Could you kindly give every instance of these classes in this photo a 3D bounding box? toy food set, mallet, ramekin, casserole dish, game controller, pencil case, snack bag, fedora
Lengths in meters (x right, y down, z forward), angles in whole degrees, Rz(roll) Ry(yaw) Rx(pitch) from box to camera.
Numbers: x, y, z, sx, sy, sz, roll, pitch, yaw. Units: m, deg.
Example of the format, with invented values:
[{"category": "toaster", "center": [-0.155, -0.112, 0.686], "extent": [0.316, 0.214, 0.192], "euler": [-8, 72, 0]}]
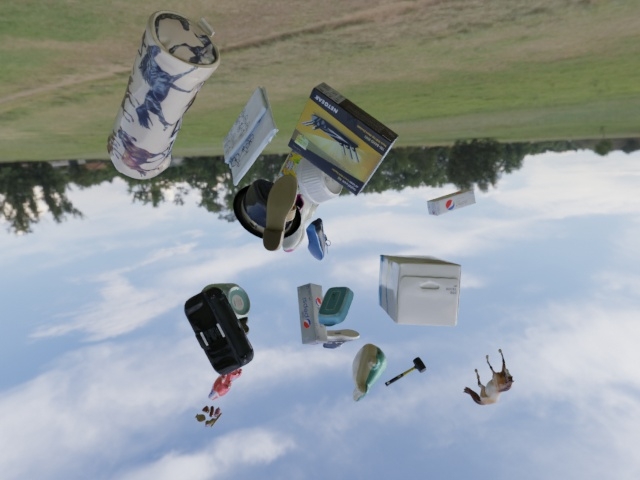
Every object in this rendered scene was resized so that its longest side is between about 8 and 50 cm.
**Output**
[{"category": "toy food set", "center": [-0.390, 0.621, 1.473], "extent": [0.122, 0.019, 0.078], "euler": [2, -136, 49]}, {"category": "mallet", "center": [0.357, 0.562, 1.782], "extent": [0.189, 0.039, 0.062], "euler": [-25, -130, 5]}, {"category": "ramekin", "center": [0.006, -0.259, 1.726], "extent": [0.109, 0.207, 0.207], "euler": [-9, -172, 33]}, {"category": "casserole dish", "center": [0.051, 0.227, 1.494], "extent": [0.114, 0.037, 0.188], "euler": [-6, -145, 27]}, {"category": "game controller", "center": [-0.379, 0.337, 1.544], "extent": [0.166, 0.319, 0.067], "euler": [-27, 180, 8]}, {"category": "pencil case", "center": [-0.385, -0.337, 1.005], "extent": [0.410, 0.160, 0.184], "euler": [-43, -160, 40]}, {"category": "snack bag", "center": [-0.302, -0.429, 1.710], "extent": [0.037, 0.323, 0.343], "euler": [21, -143, -37]}, {"category": "fedora", "center": [-0.230, -0.166, 1.887], "extent": [0.334, 0.334, 0.152], "euler": [-10, 152, -26]}]

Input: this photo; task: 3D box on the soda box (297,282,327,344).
[{"category": "soda box", "center": [-0.040, 0.359, 2.028], "extent": [0.091, 0.286, 0.098], "euler": [-21, 155, 32]}]

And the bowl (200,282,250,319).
[{"category": "bowl", "center": [-0.510, 0.362, 2.329], "extent": [0.163, 0.312, 0.311], "euler": [-26, -177, 26]}]

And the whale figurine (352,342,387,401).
[{"category": "whale figurine", "center": [0.224, 0.610, 1.904], "extent": [0.141, 0.216, 0.272], "euler": [27, -139, -6]}]

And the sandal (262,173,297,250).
[{"category": "sandal", "center": [-0.118, -0.084, 1.291], "extent": [0.088, 0.240, 0.079], "euler": [16, -176, 16]}]

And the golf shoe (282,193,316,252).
[{"category": "golf shoe", "center": [-0.131, -0.092, 2.060], "extent": [0.115, 0.306, 0.140], "euler": [8, 157, 36]}]

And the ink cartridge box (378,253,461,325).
[{"category": "ink cartridge box", "center": [0.274, 0.134, 1.197], "extent": [0.171, 0.168, 0.233], "euler": [2, -176, -4]}]

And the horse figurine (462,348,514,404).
[{"category": "horse figurine", "center": [0.630, 0.528, 1.539], "extent": [0.066, 0.263, 0.174], "euler": [15, -145, -10]}]

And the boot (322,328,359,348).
[{"category": "boot", "center": [0.104, 0.510, 2.139], "extent": [0.189, 0.086, 0.069], "euler": [3, -156, -6]}]

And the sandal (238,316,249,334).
[{"category": "sandal", "center": [-0.387, 0.433, 2.049], "extent": [0.090, 0.060, 0.219], "euler": [-11, -166, -17]}]

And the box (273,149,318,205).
[{"category": "box", "center": [-0.108, -0.349, 2.431], "extent": [0.279, 0.177, 0.290], "euler": [29, -136, -11]}]

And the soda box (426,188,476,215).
[{"category": "soda box", "center": [0.605, -0.178, 1.923], "extent": [0.216, 0.069, 0.074], "euler": [-17, -167, -15]}]

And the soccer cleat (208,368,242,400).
[{"category": "soccer cleat", "center": [-0.393, 0.572, 1.714], "extent": [0.095, 0.083, 0.248], "euler": [-41, -178, 4]}]

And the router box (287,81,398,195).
[{"category": "router box", "center": [0.068, -0.336, 1.401], "extent": [0.308, 0.243, 0.081], "euler": [36, -136, 4]}]

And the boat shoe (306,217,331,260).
[{"category": "boat shoe", "center": [0.000, 0.000, 1.896], "extent": [0.109, 0.258, 0.089], "euler": [31, -118, 17]}]
